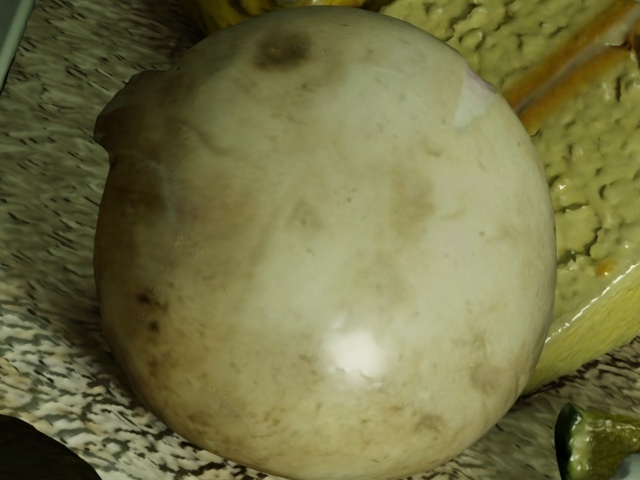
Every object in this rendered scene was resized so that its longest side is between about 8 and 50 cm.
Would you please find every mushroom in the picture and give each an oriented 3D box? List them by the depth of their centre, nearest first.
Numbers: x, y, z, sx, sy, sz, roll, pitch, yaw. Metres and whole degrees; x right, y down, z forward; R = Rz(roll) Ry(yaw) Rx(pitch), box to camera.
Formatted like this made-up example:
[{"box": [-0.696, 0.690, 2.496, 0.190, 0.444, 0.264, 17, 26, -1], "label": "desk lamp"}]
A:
[{"box": [0.000, 0.000, 0.909, 0.255, 0.255, 0.184, 26, -6, -5], "label": "mushroom"}]

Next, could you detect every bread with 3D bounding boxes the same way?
[{"box": [0.120, -0.030, 1.149, 0.263, 0.236, 0.198, 47, -10, 30], "label": "bread"}]

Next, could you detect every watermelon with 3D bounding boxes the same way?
[{"box": [0.198, 0.137, 0.979, 0.181, 0.092, 0.075, 12, 17, -12], "label": "watermelon"}]

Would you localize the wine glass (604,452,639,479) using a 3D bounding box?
[{"box": [0.275, 0.210, 0.877, 0.321, 0.143, 0.143, 21, 28, -9], "label": "wine glass"}]

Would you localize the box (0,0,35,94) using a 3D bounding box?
[{"box": [-0.335, -0.222, 0.991, 0.396, 0.111, 0.396, 21, 43, -13], "label": "box"}]

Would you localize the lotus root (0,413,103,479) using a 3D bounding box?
[{"box": [-0.141, 0.170, 0.534, 0.142, 0.210, 0.314, 24, 12, -33], "label": "lotus root"}]

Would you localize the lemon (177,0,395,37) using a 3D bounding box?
[{"box": [-0.010, -0.216, 1.259, 0.204, 0.204, 0.260, 25, 27, -7], "label": "lemon"}]
